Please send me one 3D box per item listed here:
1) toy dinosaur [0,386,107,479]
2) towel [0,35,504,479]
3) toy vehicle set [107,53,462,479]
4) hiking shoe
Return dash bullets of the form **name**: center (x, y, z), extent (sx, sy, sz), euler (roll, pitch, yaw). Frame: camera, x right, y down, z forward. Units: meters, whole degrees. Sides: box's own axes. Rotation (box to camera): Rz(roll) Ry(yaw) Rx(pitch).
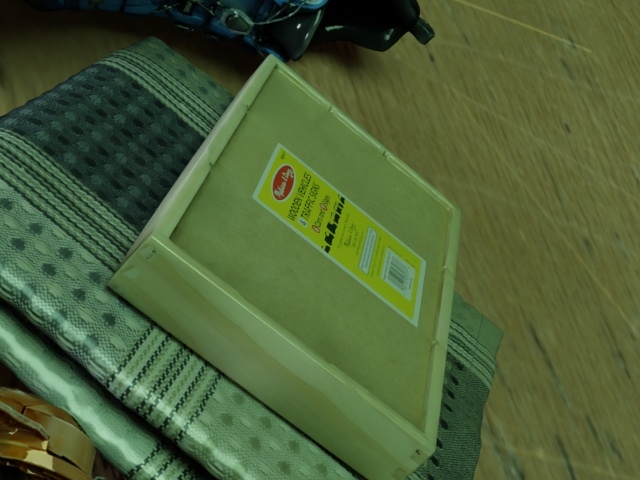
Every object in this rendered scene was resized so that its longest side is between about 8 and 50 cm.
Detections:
- **toy dinosaur**: center (-0.150, 0.104, 0.439), extent (0.164, 0.218, 0.322), euler (-63, 146, -55)
- **towel**: center (-0.039, 0.036, 0.622), extent (0.324, 0.056, 0.312), euler (40, 26, -5)
- **toy vehicle set**: center (0.000, 0.000, 0.626), extent (0.166, 0.035, 0.267), euler (39, 27, -10)
- **hiking shoe**: center (-0.054, -0.179, 0.737), extent (0.304, 0.113, 0.132), euler (-15, 61, -38)
